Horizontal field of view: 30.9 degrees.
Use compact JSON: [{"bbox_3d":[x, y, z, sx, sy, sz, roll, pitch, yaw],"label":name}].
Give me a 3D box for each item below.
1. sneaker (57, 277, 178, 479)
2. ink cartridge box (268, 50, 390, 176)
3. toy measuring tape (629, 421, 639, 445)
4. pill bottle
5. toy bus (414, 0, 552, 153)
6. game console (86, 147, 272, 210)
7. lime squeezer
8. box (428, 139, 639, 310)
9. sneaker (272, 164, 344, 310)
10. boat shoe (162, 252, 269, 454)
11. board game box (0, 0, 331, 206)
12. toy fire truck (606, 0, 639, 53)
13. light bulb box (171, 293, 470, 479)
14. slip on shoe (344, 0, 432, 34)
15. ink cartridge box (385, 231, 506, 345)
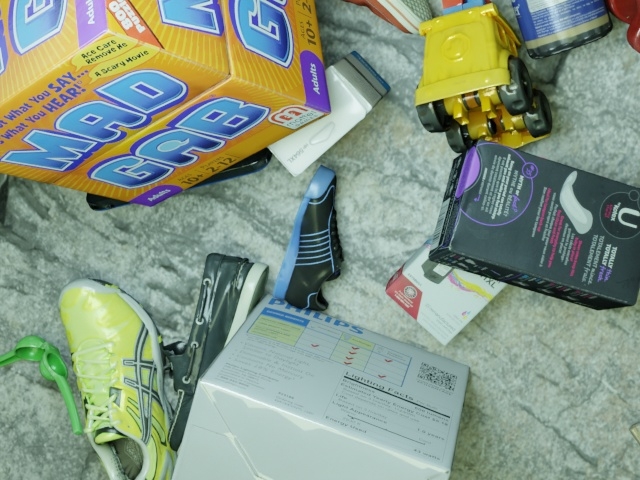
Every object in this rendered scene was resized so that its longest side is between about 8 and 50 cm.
[{"bbox_3d":[-0.321,0.243,1.855,0.145,0.147,0.384,-19,98,17],"label":"sneaker"},{"bbox_3d":[0.009,-0.185,1.650,0.148,0.203,0.086,-41,93,17],"label":"ink cartridge box"},{"bbox_3d":[0.603,0.222,1.686,0.121,0.121,0.330,51,136,-4],"label":"toy measuring tape"},{"bbox_3d":[0.312,-0.370,1.584,0.123,0.123,0.219,-18,99,15],"label":"pill bottle"},{"bbox_3d":[0.224,-0.245,1.619,0.150,0.220,0.211,-13,69,26],"label":"toy bus"},{"bbox_3d":[-0.226,-0.206,1.716,0.293,0.250,0.173,-14,128,15],"label":"game console"},{"bbox_3d":[-0.466,0.214,1.886,0.310,0.110,0.058,18,147,37],"label":"lime squeezer"},{"bbox_3d":[0.309,-0.017,1.615,0.270,0.143,0.165,17,82,-4],"label":"box"},{"bbox_3d":[0.000,0.000,1.768,0.091,0.081,0.232,19,114,3],"label":"sneaker"},{"bbox_3d":[-0.191,0.174,1.823,0.113,0.127,0.340,23,106,6],"label":"boat shoe"},{"bbox_3d":[-0.253,-0.294,1.480,0.357,0.356,0.356,-24,66,37],"label":"board game box"},{"bbox_3d":[0.547,-0.354,1.539,0.254,0.169,0.302,19,109,-19],"label":"toy fire truck"},{"bbox_3d":[0.010,0.285,1.687,0.358,0.361,0.225,20,109,6],"label":"light bulb box"},{"bbox_3d":[0.016,-0.389,1.649,0.331,0.123,0.101,35,121,5],"label":"slip on shoe"},{"bbox_3d":[0.203,0.049,1.739,0.127,0.072,0.175,42,108,-1],"label":"ink cartridge box"}]
